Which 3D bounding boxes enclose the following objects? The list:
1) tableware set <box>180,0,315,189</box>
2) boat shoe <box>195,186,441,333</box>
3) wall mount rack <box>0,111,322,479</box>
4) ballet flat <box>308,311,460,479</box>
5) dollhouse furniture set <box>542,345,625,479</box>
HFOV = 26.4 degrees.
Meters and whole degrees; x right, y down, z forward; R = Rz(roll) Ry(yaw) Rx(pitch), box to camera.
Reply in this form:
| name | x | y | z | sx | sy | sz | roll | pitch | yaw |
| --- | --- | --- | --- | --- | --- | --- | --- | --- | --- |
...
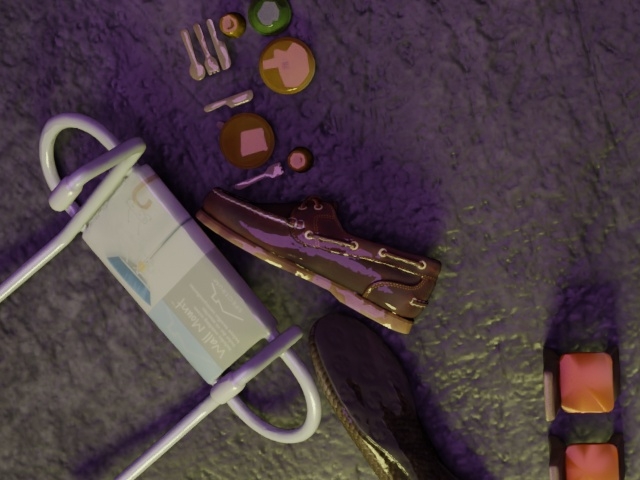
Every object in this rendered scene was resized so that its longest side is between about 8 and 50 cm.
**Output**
| name | x | y | z | sx | sy | sz | roll | pitch | yaw |
| --- | --- | --- | --- | --- | --- | --- | --- | --- | --- |
| tableware set | -0.049 | -0.127 | 1.152 | 0.104 | 0.024 | 0.154 | -20 | 92 | 10 |
| boat shoe | 0.000 | 0.000 | 1.135 | 0.207 | 0.073 | 0.073 | 26 | 101 | 0 |
| wall mount rack | -0.177 | 0.079 | 1.159 | 0.350 | 0.130 | 0.304 | 50 | 135 | 3 |
| ballet flat | 0.063 | 0.173 | 1.150 | 0.250 | 0.084 | 0.058 | 54 | 139 | -2 |
| dollhouse furniture set | 0.308 | 0.199 | 1.063 | 0.262 | 0.135 | 0.259 | -3 | 97 | 12 |
